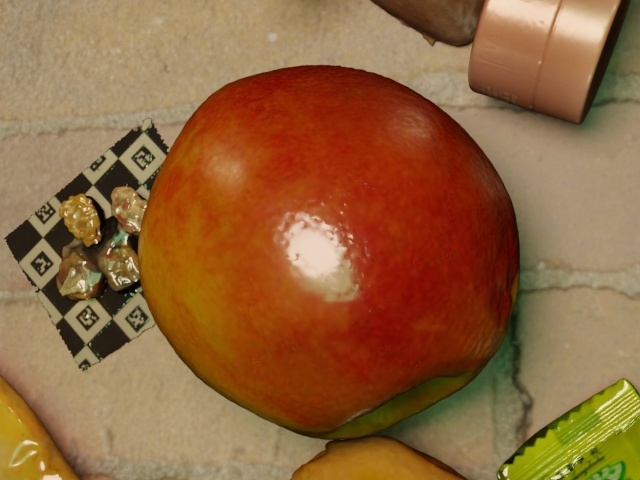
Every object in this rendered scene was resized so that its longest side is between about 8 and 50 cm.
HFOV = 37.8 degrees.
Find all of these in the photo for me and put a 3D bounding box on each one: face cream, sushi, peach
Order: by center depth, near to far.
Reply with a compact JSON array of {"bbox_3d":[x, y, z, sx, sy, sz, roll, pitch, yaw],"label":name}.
[{"bbox_3d":[0.000,0.000,0.787,0.308,0.308,0.332,-37,60,7],"label":"peach"},{"bbox_3d":[0.204,-0.187,0.818,0.104,0.149,0.149,21,89,16],"label":"face cream"},{"bbox_3d":[-0.216,0.005,0.956,0.210,0.040,0.192,-36,77,8],"label":"sushi"}]

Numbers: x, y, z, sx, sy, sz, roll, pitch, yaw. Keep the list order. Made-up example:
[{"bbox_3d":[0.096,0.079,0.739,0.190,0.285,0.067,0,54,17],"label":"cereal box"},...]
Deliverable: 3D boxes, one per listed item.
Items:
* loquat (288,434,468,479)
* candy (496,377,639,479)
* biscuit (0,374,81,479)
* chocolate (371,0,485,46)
[{"bbox_3d":[0.051,0.283,0.783,0.238,0.193,0.238,0,91,-1],"label":"loquat"},{"bbox_3d":[0.278,0.255,0.796,0.149,0.069,0.246,-40,76,9],"label":"candy"},{"bbox_3d":[-0.370,0.367,0.924,0.446,0.104,0.429,39,95,17],"label":"biscuit"},{"bbox_3d":[0.139,-0.324,0.883,0.161,0.083,0.261,32,93,16],"label":"chocolate"}]
